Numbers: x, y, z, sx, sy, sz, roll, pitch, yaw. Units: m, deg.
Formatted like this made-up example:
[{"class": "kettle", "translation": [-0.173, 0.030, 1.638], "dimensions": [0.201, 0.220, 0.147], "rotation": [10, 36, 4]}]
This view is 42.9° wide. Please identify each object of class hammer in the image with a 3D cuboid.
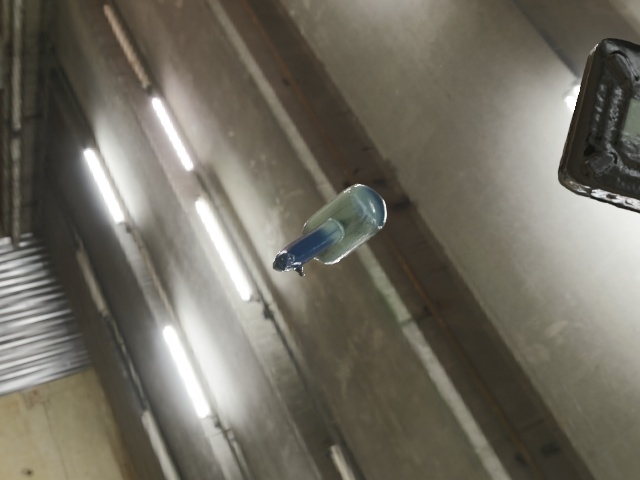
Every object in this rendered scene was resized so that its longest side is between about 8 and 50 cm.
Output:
[{"class": "hammer", "translation": [0.000, 0.000, 0.977], "dimensions": [0.116, 0.194, 0.070], "rotation": [-37, -92, 35]}]

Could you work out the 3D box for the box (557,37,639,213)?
[{"class": "box", "translation": [0.578, -0.185, 1.399], "dimensions": [0.073, 0.289, 0.289], "rotation": [99, 8, -81]}]
